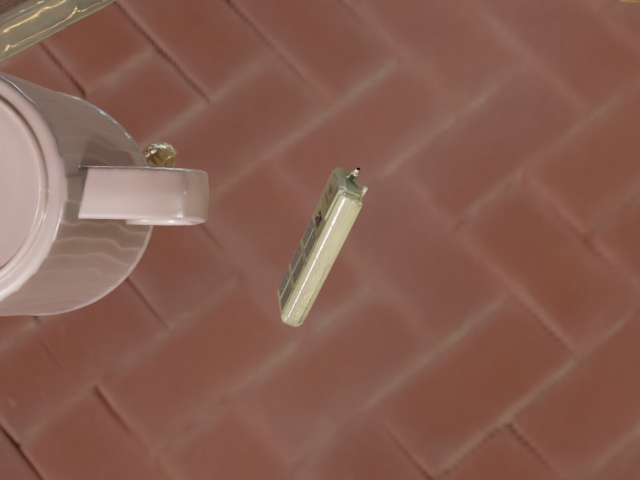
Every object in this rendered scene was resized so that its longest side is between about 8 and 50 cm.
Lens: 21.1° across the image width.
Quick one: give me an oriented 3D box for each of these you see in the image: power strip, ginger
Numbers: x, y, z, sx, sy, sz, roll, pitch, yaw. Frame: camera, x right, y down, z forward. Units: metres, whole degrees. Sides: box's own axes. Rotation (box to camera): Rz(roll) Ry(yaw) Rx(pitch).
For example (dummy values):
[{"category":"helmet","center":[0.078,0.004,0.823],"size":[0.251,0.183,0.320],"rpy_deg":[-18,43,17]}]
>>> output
[{"category":"power strip","center":[0.000,0.000,1.682],"size":[0.028,0.169,0.076],"rpy_deg":[21,20,-13]},{"category":"ginger","center":[-0.196,-0.022,1.649],"size":[0.051,0.069,0.173],"rpy_deg":[32,88,12]}]

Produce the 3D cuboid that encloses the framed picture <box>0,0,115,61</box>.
[{"category":"framed picture","center":[-0.151,-0.127,0.851],"size":[0.240,0.020,0.324],"rpy_deg":[2,29,47]}]

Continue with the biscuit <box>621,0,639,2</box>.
[{"category":"biscuit","center":[0.283,-0.405,1.666],"size":[0.344,0.057,0.287],"rpy_deg":[52,54,-6]}]

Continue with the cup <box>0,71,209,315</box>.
[{"category":"cup","center":[-0.247,-0.023,1.441],"size":[0.288,0.273,0.208],"rpy_deg":[28,92,7]}]
